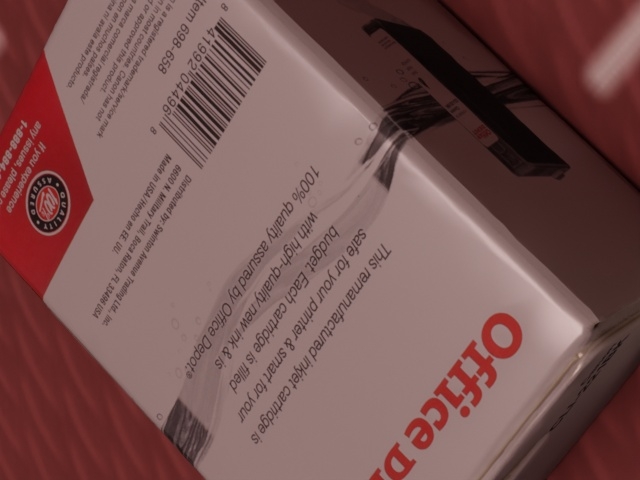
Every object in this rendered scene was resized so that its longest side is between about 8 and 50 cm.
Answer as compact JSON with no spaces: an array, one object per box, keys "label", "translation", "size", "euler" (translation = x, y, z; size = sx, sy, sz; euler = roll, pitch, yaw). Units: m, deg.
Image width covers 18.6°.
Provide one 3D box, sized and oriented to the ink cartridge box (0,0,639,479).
[{"label":"ink cartridge box","translation":[0.000,0.000,0.840],"size":[0.273,0.114,0.197],"euler":[46,125,19]}]
